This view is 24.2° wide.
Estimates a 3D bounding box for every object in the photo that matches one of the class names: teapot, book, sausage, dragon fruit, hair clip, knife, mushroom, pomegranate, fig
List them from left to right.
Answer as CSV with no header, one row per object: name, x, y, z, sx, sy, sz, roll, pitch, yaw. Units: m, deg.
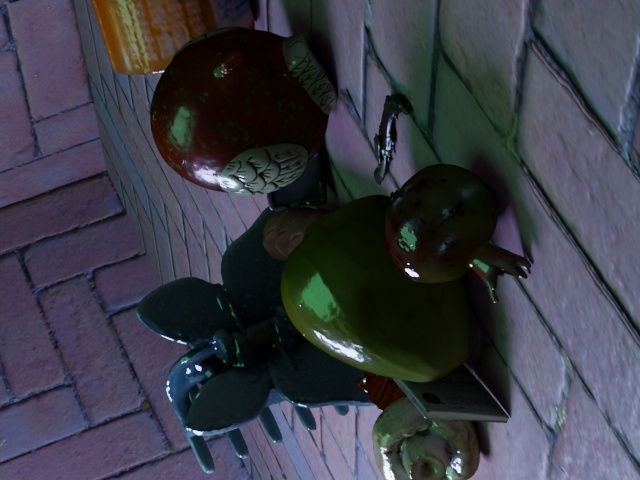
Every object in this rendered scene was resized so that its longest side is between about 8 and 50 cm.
sausage,-0.233,-0.414,2.180,0.233,0.233,0.287,-135,26,-60
hair clip,-0.091,0.192,2.334,0.392,0.318,0.238,60,166,30
teapot,-0.039,-0.122,2.165,0.096,0.087,0.177,-85,-14,-58
sausage,0.002,-0.001,2.123,0.433,0.088,0.088,12,121,67
knife,0.078,-0.124,1.813,0.045,0.021,0.222,63,164,17
fig,0.076,0.054,1.726,0.230,0.207,0.207,28,147,25
dragon fruit,0.117,0.173,2.048,0.092,0.122,0.192,-66,22,9
mushroom,0.135,0.264,1.919,0.112,0.148,0.148,-96,-7,-65
book,0.134,0.162,1.803,0.181,0.127,0.014,50,125,50
pomegranate,0.136,0.000,1.560,0.159,0.129,0.129,60,166,4

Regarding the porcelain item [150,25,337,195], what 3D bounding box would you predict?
porcelain item,-0.104,-0.188,1.971,0.253,0.253,0.253,160,90,-77
